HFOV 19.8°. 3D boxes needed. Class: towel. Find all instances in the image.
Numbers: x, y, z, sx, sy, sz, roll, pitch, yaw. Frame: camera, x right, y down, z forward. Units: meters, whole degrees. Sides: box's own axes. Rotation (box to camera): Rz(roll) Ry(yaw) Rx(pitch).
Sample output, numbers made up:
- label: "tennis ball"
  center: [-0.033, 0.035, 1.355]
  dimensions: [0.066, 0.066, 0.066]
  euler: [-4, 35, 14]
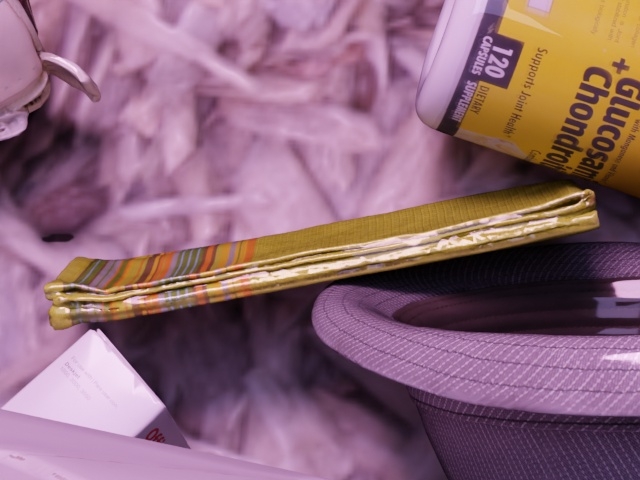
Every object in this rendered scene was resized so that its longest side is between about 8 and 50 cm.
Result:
- label: "towel"
  center: [0.000, 0.000, 0.811]
  dimensions: [0.237, 0.102, 0.021]
  euler: [-10, 101, 1]

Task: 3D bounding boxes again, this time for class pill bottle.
- label: "pill bottle"
  center: [0.142, -0.073, 0.811]
  dimensions: [0.184, 0.103, 0.103]
  euler: [18, 71, -2]

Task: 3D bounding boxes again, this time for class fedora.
- label: "fedora"
  center: [0.128, 0.076, 0.717]
  dimensions: [0.243, 0.275, 0.124]
  euler: [-8, 97, -33]

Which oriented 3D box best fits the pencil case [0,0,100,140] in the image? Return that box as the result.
- label: "pencil case"
  center: [-0.308, -0.026, 0.814]
  dimensions: [0.410, 0.160, 0.183]
  euler: [-39, 74, -9]

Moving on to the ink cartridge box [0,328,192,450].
- label: "ink cartridge box"
  center: [-0.118, 0.105, 0.783]
  dimensions: [0.122, 0.088, 0.052]
  euler: [-43, 71, -11]

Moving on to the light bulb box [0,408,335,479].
- label: "light bulb box"
  center: [-0.193, 0.233, 0.612]
  dimensions: [0.357, 0.225, 0.361]
  euler: [11, 91, 9]
